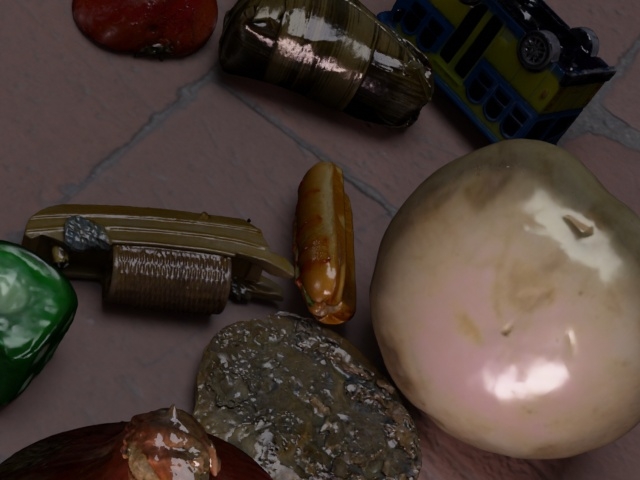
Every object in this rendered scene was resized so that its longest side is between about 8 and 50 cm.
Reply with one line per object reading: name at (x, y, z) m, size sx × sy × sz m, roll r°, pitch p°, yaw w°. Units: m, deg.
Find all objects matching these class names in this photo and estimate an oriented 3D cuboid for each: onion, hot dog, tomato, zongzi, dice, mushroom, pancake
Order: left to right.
dice at (-0.339, 0.087, 1.885) m, size 0.131 × 0.120 × 0.128 m, roll 32°, pitch 44°, yaw 2°
onion at (-0.180, 0.317, 1.641) m, size 0.353 × 0.354 × 0.354 m, roll 12°, pitch 47°, yaw -14°
tomato at (-0.217, -0.324, 2.315) m, size 0.189 × 0.099 × 0.173 m, roll 3°, pitch 52°, yaw -20°
pancake at (-0.015, 0.197, 1.980) m, size 0.282 × 0.049 × 0.282 m, roll 12°, pitch 46°, yaw -13°
hot dog at (0.000, 0.000, 2.125) m, size 0.076 × 0.104 × 0.250 m, roll -12°, pitch 41°, yaw 6°
zongzi at (0.021, -0.288, 2.381) m, size 0.286 × 0.134 × 0.288 m, roll 24°, pitch 38°, yaw -12°
mushroom at (0.245, 0.051, 2.033) m, size 0.353 × 0.325 × 0.353 m, roll -3°, pitch 36°, yaw 2°

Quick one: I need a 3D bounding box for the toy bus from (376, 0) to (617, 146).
toy bus at (0.231, -0.263, 2.404) m, size 0.288 × 0.175 × 0.138 m, roll 49°, pitch 33°, yaw 21°

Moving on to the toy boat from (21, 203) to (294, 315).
toy boat at (-0.182, 0.026, 2.029) m, size 0.310 × 0.089 × 0.115 m, roll 7°, pitch 52°, yaw -19°
